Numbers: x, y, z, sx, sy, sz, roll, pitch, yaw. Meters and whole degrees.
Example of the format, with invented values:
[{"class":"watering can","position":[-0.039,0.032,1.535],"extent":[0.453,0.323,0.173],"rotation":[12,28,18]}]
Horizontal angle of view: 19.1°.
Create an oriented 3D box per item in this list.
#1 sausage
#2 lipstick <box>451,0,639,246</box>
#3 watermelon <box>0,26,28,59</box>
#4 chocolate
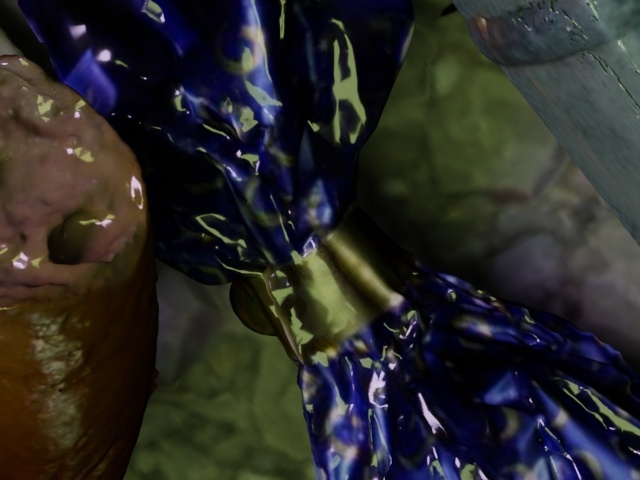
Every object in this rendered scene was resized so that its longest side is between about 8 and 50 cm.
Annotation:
[{"class":"sausage","position":[-0.110,0.062,0.581],"extent":[0.103,0.076,0.302],"rotation":[12,142,-13]},{"class":"lipstick","position":[0.095,-0.059,0.518],"extent":[0.077,0.076,0.290],"rotation":[-43,103,-18]},{"class":"watermelon","position":[-0.157,-0.026,0.599],"extent":[0.145,0.137,0.193],"rotation":[-7,114,-22]},{"class":"chocolate","position":[0.000,-0.005,0.560],"extent":[0.343,0.126,0.148],"rotation":[56,153,-8]}]
